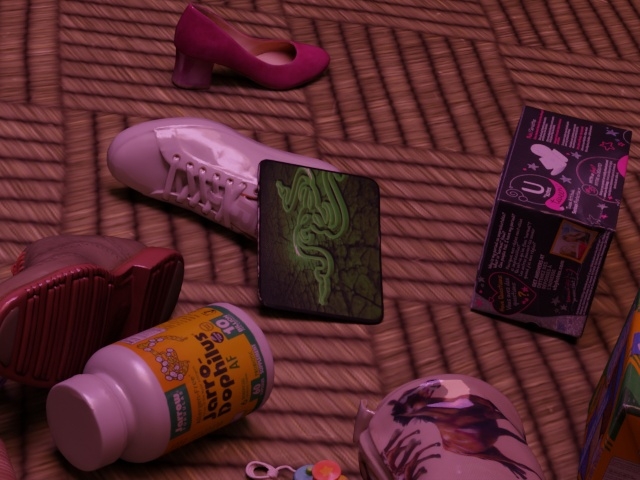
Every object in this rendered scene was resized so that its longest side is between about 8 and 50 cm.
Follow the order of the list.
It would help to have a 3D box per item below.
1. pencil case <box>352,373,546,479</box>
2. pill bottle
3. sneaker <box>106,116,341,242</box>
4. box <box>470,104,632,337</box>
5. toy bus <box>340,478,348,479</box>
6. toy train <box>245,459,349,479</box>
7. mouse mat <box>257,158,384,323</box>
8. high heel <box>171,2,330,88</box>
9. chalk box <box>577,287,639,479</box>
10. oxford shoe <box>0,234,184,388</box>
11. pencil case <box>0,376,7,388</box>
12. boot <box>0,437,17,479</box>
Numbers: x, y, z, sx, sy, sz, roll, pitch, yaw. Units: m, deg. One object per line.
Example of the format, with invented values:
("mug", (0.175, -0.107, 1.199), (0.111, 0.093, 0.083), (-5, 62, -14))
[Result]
("pencil case", (0.139, 0.297, 1.382), (0.183, 0.160, 0.410), (15, 33, -23))
("pill bottle", (-0.154, 0.143, 1.524), (0.208, 0.117, 0.117), (-21, 48, -42))
("sneaker", (-0.105, -0.063, 1.845), (0.290, 0.106, 0.123), (10, 32, -10))
("box", (0.274, -0.027, 1.892), (0.142, 0.163, 0.247), (16, 34, 7))
("toy bus", (0.021, 0.294, 1.290), (0.104, 0.191, 0.202), (26, 74, 7))
("toy train", (-0.021, 0.255, 1.480), (0.125, 0.046, 0.166), (9, 35, -10))
("mouse mat", (0.000, 0.000, 1.800), (0.152, 0.007, 0.189), (9, 60, -20))
("high heel", (-0.086, -0.271, 2.137), (0.244, 0.117, 0.082), (-4, 39, -26))
("chalk box", (0.376, 0.178, 1.625), (0.180, 0.179, 0.289), (18, 35, 4))
("oxford shoe", (-0.263, 0.061, 1.568), (0.130, 0.123, 0.348), (19, 10, 17))
("pencil case", (-0.352, 0.069, 1.578), (0.088, 0.086, 0.206), (-8, 40, -14))
("boot", (-0.372, 0.261, 1.304), (0.283, 0.109, 0.220), (6, 39, -27))
